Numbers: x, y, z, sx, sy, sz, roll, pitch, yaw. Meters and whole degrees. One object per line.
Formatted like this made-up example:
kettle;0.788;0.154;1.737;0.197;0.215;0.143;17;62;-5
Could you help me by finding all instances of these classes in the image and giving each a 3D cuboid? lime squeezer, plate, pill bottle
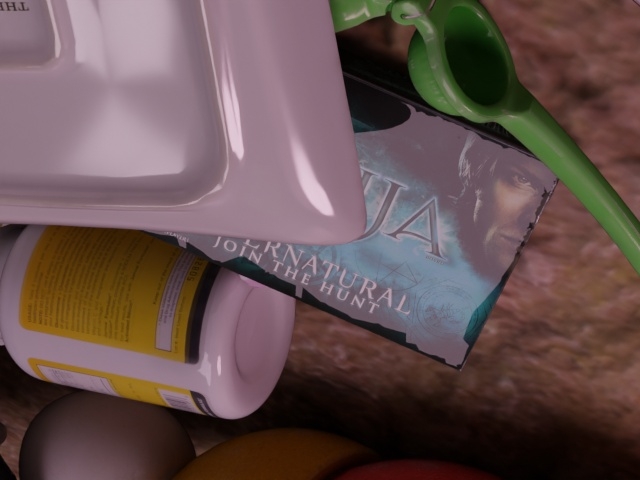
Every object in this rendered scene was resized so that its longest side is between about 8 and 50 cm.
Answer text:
lime squeezer;0.027;-0.070;0.734;0.310;0.059;0.110;23;122;-2
plate;-0.133;-0.111;0.703;0.277;0.045;0.278;3;123;21
pill bottle;-0.115;0.035;0.969;0.184;0.103;0.103;10;147;22

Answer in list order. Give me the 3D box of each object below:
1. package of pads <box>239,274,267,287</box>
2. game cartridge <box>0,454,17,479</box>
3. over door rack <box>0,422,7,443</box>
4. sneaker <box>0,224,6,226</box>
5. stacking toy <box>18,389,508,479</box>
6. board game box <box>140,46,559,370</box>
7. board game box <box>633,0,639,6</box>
package of pads;0.000;0.000;0.888;0.083;0.050;0.032;0;142;33
game cartridge;-0.317;0.099;1.132;0.230;0.068;0.355;-7;119;46
over door rack;-0.210;0.255;1.364;0.240;0.108;0.324;32;146;-11
sneaker;-0.310;-0.091;0.826;0.158;0.182;0.410;-15;132;47
stacking toy;0.000;0.234;1.090;0.480;0.350;0.350;29;154;28
board game box;0.007;-0.027;0.813;0.186;0.026;0.126;23;122;0
board game box;0.217;-0.082;0.639;0.281;0.027;0.145;36;149;-20
